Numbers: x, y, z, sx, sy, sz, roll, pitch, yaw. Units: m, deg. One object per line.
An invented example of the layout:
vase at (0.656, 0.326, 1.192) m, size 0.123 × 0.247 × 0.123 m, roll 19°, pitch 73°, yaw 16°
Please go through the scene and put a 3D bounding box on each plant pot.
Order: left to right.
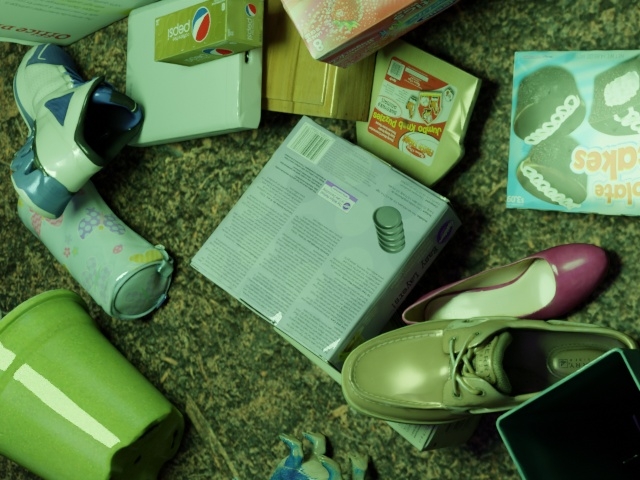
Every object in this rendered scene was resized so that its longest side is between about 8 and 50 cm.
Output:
plant pot at (-0.345, 0.252, 2.031) m, size 0.254 × 0.276 × 0.276 m, roll 34°, pitch 110°, yaw 21°
plant pot at (0.339, 0.215, 1.491) m, size 0.165 × 0.234 × 0.166 m, roll -37°, pitch 69°, yaw 31°

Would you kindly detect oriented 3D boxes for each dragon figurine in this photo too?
dragon figurine at (-0.001, 0.341, 1.847) m, size 0.289 × 0.085 × 0.144 m, roll 20°, pitch 104°, yaw 41°

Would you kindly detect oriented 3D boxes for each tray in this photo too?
tray at (-0.009, -0.370, 1.854) m, size 0.203 × 0.076 × 0.411 m, roll 12°, pitch 96°, yaw 45°

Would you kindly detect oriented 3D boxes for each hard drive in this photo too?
hard drive at (-0.180, -0.243, 1.966) m, size 0.307 × 0.040 × 0.203 m, roll -2°, pitch 85°, yaw 54°

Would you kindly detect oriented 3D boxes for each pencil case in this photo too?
pencil case at (-0.336, -0.002, 2.097) m, size 0.273 × 0.113 × 0.124 m, roll 41°, pitch 100°, yaw 30°

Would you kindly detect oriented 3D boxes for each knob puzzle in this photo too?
knob puzzle at (0.117, -0.143, 1.793) m, size 0.213 × 0.030 × 0.213 m, roll -1°, pitch 89°, yaw 44°

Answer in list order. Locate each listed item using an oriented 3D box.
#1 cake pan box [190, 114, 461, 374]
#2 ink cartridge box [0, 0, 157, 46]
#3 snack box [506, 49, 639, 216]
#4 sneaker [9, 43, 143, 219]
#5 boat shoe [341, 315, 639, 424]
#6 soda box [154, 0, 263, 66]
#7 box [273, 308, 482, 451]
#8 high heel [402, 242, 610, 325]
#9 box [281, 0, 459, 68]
cake pan box at (0.000, 0.000, 1.759) m, size 0.267 × 0.070 × 0.246 m, roll 32°, pitch 81°, yaw 32°
ink cartridge box at (-0.356, -0.421, 2.009) m, size 0.384 × 0.279 × 0.160 m, roll -18°, pitch 78°, yaw 36°
snack box at (0.364, -0.119, 1.584) m, size 0.322 × 0.060 × 0.187 m, roll 5°, pitch 93°, yaw 38°
sneaker at (-0.344, -0.184, 2.062) m, size 0.182 × 0.127 × 0.315 m, roll -32°, pitch 41°, yaw 19°
boat shoe at (0.188, 0.136, 1.597) m, size 0.341 × 0.110 × 0.122 m, roll -7°, pitch 74°, yaw 7°
soda box at (-0.148, -0.271, 1.838) m, size 0.181 × 0.058 × 0.061 m, roll -5°, pitch 83°, yaw 54°
box at (0.079, 0.145, 1.774) m, size 0.275 × 0.113 × 0.094 m, roll 37°, pitch 111°, yaw 31°
high heel at (0.215, 0.058, 1.662) m, size 0.244 × 0.117 × 0.082 m, roll -19°, pitch 75°, yaw 37°
box at (0.102, -0.339, 1.667) m, size 0.300 × 0.154 × 0.142 m, roll -29°, pitch 85°, yaw 13°
